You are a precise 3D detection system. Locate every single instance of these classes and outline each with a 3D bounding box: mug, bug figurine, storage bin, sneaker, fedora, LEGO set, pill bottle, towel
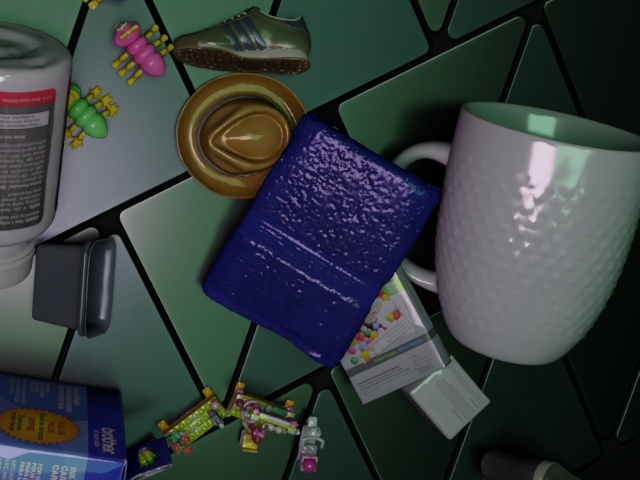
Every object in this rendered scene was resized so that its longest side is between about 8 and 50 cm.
[{"bbox_3d":[0.254,-0.018,1.646,0.374,0.276,0.328,15,107,15],"label":"mug"},{"bbox_3d":[-0.326,-0.260,1.553,0.216,0.072,0.279,45,86,-15],"label":"bug figurine"},{"bbox_3d":[-0.341,0.058,1.590,0.091,0.098,0.135,8,97,14],"label":"storage bin"},{"bbox_3d":[-0.107,-0.287,1.612,0.192,0.064,0.086,5,71,-3],"label":"sneaker"},{"bbox_3d":[-0.104,-0.146,1.617,0.194,0.079,0.194,-2,97,-12],"label":"fedora"},{"bbox_3d":[0.344,0.390,1.806,0.083,0.118,0.222,-58,135,-20],"label":"sneaker"},{"bbox_3d":[-0.133,0.281,1.653,0.286,0.107,0.132,-1,98,-13],"label":"LEGO set"},{"bbox_3d":[-0.419,-0.102,1.464,0.176,0.176,0.319,6,119,-14],"label":"pill bottle"},{"bbox_3d":[0.000,0.000,1.612,0.227,0.076,0.308,31,108,-1],"label":"towel"}]

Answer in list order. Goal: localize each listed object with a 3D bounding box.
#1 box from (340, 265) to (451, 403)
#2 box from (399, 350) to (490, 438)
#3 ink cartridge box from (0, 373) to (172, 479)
[{"bbox_3d":[0.083,0.125,1.666,0.145,0.038,0.186,-27,90,24],"label":"box"},{"bbox_3d":[0.178,0.224,1.723,0.087,0.102,0.101,-42,105,-7],"label":"box"},{"bbox_3d":[-0.401,0.285,1.506,0.395,0.270,0.151,12,100,-15],"label":"ink cartridge box"}]
